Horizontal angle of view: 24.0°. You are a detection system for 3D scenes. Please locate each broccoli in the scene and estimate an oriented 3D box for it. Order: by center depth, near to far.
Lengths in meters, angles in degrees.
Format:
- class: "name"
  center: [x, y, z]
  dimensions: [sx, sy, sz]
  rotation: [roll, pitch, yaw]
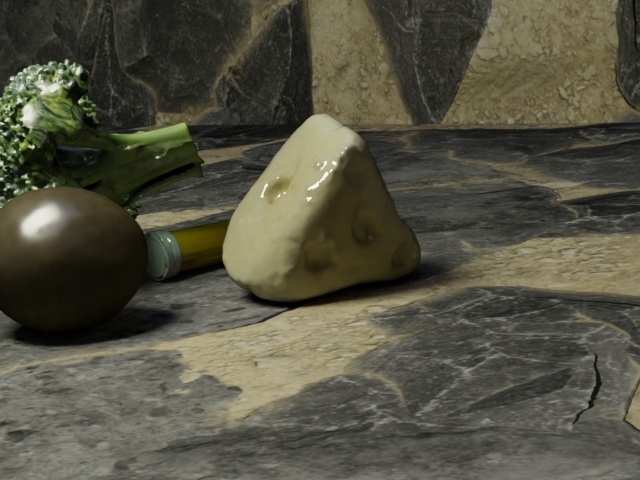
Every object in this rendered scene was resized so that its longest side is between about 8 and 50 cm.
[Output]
- class: "broccoli"
  center: [-0.349, -0.125, 2.155]
  dimensions: [0.302, 0.375, 0.249]
  rotation: [-35, 52, -22]

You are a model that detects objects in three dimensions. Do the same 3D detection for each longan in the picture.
- class: "longan"
  center: [-0.333, 0.024, 1.931]
  dimensions: [0.220, 0.197, 0.196]
  rotation: [5, 15, 20]

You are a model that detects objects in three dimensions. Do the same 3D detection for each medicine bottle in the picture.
- class: "medicine bottle"
  center: [-0.159, 0.005, 2.236]
  dimensions: [0.218, 0.074, 0.074]
  rotation: [-13, 14, -39]

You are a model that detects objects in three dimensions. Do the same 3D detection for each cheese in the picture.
- class: "cheese"
  center: [0.000, 0.001, 2.033]
  dimensions: [0.248, 0.251, 0.173]
  rotation: [-43, 34, -6]
